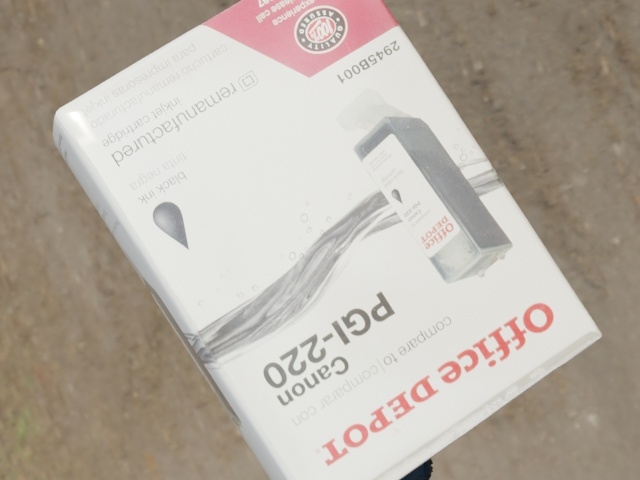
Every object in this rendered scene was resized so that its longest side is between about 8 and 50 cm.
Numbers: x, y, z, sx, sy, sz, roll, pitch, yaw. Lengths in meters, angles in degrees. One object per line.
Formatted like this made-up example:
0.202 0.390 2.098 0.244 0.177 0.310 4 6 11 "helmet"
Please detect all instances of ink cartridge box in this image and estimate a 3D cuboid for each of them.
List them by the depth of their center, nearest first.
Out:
0.000 0.000 0.594 0.218 0.158 0.092 57 169 0 "ink cartridge box"

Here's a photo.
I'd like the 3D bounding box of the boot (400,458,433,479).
0.031 0.098 0.782 0.099 0.045 0.121 -129 33 -51 "boot"
